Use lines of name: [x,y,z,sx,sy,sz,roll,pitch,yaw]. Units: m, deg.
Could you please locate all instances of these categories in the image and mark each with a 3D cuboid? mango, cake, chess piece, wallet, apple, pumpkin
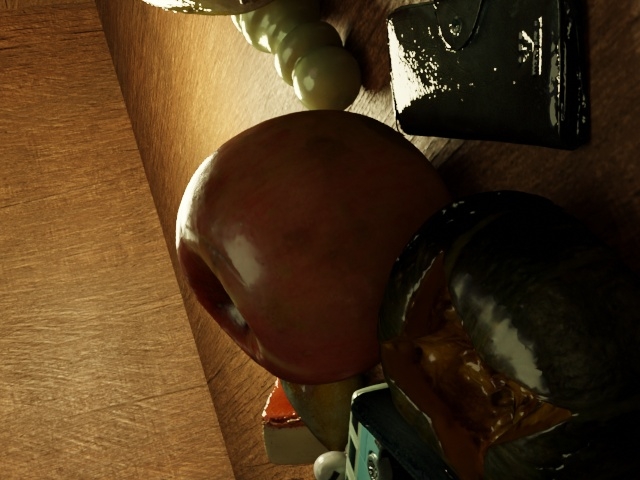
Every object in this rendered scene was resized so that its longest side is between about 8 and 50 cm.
mango: [0.011,0.290,1.374,0.193,0.146,0.316,-135,27,-59]
cake: [-0.075,0.359,1.601,0.262,0.160,0.158,-129,30,-51]
chess piece: [-0.026,-0.302,1.143,0.251,0.145,0.144,59,153,28]
wallet: [0.170,-0.192,0.824,0.318,0.045,0.172,24,126,62]
apple: [0.000,0.000,0.977,0.364,0.364,0.363,167,90,-69]
wallet: [0.200,0.267,0.814,0.379,0.191,0.046,38,123,54]
pumpkin: [0.192,0.114,0.723,0.320,0.192,0.320,34,133,47]

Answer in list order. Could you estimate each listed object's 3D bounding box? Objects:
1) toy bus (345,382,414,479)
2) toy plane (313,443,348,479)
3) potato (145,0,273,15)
toy bus: [0.113,0.367,1.177,0.164,0.133,0.271,-125,32,-54]
toy plane: [0.051,0.421,1.315,0.080,0.174,0.173,37,136,50]
potato: [-0.139,-0.476,1.008,0.442,0.386,0.319,13,125,57]
